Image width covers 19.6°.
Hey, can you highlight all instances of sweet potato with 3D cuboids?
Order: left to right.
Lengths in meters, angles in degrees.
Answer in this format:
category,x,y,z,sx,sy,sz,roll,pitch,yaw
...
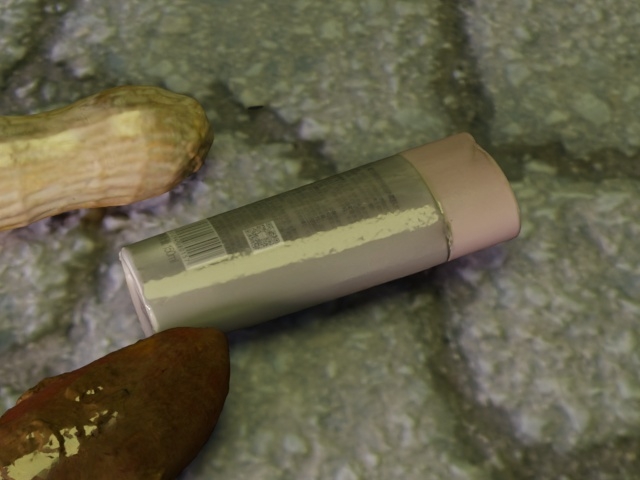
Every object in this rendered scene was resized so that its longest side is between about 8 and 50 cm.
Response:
category,x,y,z,sx,sy,sz,roll,pitch,yaw
sweet potato,-0.201,0.172,1.147,0.385,0.109,0.109,-35,58,-21

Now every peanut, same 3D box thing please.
category,x,y,z,sx,sy,sz,roll,pitch,yaw
peanut,-0.179,-0.061,1.338,0.207,0.087,0.087,-13,52,-8

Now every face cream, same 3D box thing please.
category,x,y,z,sx,sy,sz,roll,pitch,yaw
face cream,0.000,0.000,1.285,0.269,0.073,0.107,-19,39,-11
